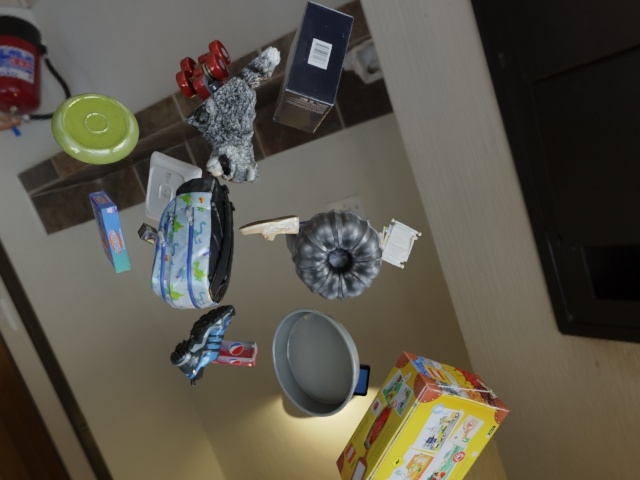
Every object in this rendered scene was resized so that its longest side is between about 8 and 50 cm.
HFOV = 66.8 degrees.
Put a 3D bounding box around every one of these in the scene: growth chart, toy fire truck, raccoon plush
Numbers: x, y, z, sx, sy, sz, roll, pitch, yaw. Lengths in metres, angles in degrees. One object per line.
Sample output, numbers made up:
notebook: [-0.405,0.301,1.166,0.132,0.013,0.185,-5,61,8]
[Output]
growth chart: [0.321,0.007,2.078,0.237,0.172,0.021,-57,178,-34]
toy fire truck: [-0.389,-0.574,1.815,0.169,0.254,0.302,-24,-141,14]
raccoon plush: [-0.227,-0.393,1.618,0.446,0.299,0.216,-40,-160,1]

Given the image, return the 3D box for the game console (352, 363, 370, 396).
game console: [0.117,0.542,1.827,0.085,0.144,0.124,16,-157,31]

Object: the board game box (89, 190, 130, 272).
board game box: [-0.641,-0.028,1.478,0.047,0.210,0.160,-19,-149,-30]

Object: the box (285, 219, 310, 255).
box: [-0.018,-0.005,1.877,0.207,0.108,0.153,-10,-154,-16]

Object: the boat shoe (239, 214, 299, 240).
boat shoe: [-0.138,-0.028,1.343,0.170,0.059,0.063,-10,-168,-12]

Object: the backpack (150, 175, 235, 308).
backpack: [-0.371,0.031,1.460,0.273,0.356,0.290,-13,161,-8]

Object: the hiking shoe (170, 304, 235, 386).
hiking shoe: [-0.396,0.355,1.715,0.113,0.132,0.304,-5,-148,40]

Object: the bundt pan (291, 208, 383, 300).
bundt pan: [0.062,0.063,1.675,0.330,0.331,0.124,-19,-166,3]

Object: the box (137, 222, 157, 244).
box: [-0.734,-0.030,2.067,0.052,0.062,0.083,-56,-144,3]

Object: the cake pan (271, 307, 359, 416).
cake pan: [-0.012,0.324,1.314,0.293,0.293,0.054,-11,178,40]

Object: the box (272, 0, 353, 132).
box: [-0.035,-0.624,1.796,0.179,0.343,0.312,15,172,-13]

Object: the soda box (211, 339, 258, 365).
soda box: [-0.434,0.526,2.282,0.263,0.083,0.092,3,-129,6]

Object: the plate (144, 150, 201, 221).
plate: [-0.592,-0.183,1.894,0.277,0.278,0.045,23,-161,28]

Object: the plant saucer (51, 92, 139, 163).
plant saucer: [-0.669,-0.345,1.451,0.241,0.241,0.037,-25,174,-30]

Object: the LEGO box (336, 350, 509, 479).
LEGO box: [0.344,0.682,1.685,0.372,0.500,0.193,23,-166,-23]
